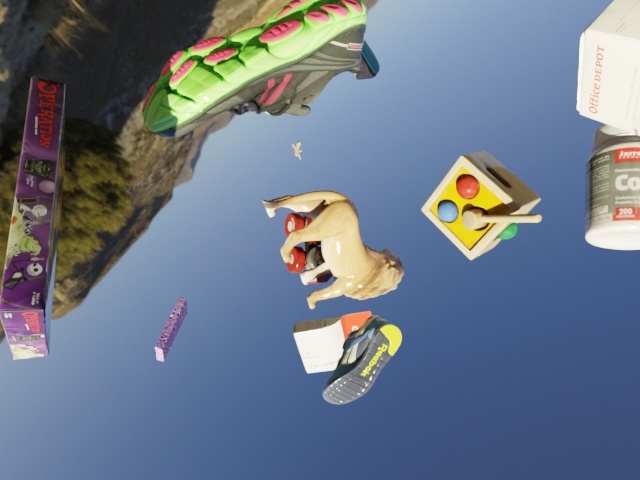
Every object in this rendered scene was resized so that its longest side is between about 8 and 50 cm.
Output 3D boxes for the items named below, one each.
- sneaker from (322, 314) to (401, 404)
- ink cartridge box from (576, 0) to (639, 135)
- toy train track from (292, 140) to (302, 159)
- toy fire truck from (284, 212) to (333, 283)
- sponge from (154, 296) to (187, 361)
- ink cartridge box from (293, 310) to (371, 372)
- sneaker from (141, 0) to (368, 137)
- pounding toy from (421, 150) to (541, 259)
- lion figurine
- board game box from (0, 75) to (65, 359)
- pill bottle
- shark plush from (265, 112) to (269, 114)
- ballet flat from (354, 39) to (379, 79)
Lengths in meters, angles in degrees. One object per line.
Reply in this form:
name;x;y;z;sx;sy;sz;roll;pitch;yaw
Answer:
sneaker;0.054;0.166;0.589;0.144;0.053;0.059;-50;-153;5
ink cartridge box;0.573;-0.254;0.651;0.117;0.207;0.283;-46;-128;-1
toy train track;-0.058;-0.246;1.119;0.014;0.048;0.083;-28;175;-12
toy fire truck;0.000;0.000;1.521;0.254;0.169;0.302;-18;-107;58
sponge;-0.546;0.325;1.541;0.117;0.031;0.210;111;-4;-52
ink cartridge box;0.050;0.313;1.279;0.232;0.189;0.066;-7;-146;10
sneaker;-0.112;-0.306;0.825;0.482;0.202;0.185;-26;-128;-4
pounding toy;0.235;-0.045;0.600;0.100;0.141;0.130;-18;149;-39
lion figurine;0.046;0.011;0.935;0.240;0.392;0.142;-22;-134;4
board game box;-0.400;-0.030;0.598;0.208;0.056;0.347;-40;-127;46
pill bottle;0.724;-0.134;0.998;0.161;0.161;0.283;-9;-115;51
shark plush;-0.188;-0.396;1.151;0.161;0.067;0.073;34;-98;37
ballet flat;0.088;-0.676;1.407;0.106;0.316;0.107;-3;-136;38
